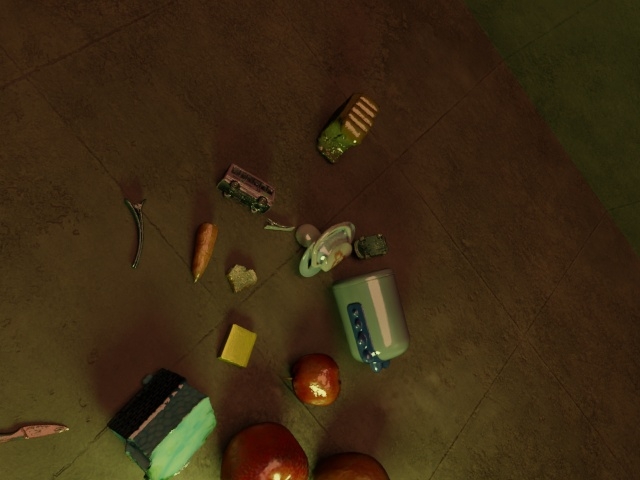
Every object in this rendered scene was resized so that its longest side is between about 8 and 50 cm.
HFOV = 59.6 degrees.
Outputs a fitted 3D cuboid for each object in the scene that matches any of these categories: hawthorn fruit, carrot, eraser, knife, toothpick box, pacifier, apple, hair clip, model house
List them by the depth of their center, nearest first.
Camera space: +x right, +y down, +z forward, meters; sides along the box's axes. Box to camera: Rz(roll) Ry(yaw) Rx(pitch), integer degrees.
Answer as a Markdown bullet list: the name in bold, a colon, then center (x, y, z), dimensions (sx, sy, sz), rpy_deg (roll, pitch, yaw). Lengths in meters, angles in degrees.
- **knife**: center (-0.831, 0.534, 1.544), dimensions (0.247, 0.018, 0.035), rpy_deg (1, 74, -32)
- **model house**: center (-0.487, 0.543, 1.657), dimensions (0.241, 0.226, 0.261), rpy_deg (30, 54, 22)
- **hawthorn fruit**: center (-0.177, 0.696, 1.726), dimensions (0.275, 0.275, 0.299), rpy_deg (9, 38, -27)
- **hair clip**: center (-0.590, -0.024, 1.801), dimensions (0.070, 0.039, 0.229), rpy_deg (-1, 80, -31)
- **apple**: center (0.081, 0.831, 1.818), dimensions (0.302, 0.301, 0.301), rpy_deg (7, 74, -27)
- **carrot**: center (-0.399, 0.043, 1.876), dimensions (0.072, 0.072, 0.205), rpy_deg (20, 73, -24)
- **eraser**: center (-0.280, 0.354, 1.876), dimensions (0.097, 0.045, 0.122), rpy_deg (27, 65, -21)
- **hawthorn fruit**: center (-0.031, 0.477, 1.915), dimensions (0.201, 0.179, 0.179), rpy_deg (1, 77, -16)
- **toothpick box**: center (0.188, 0.296, 2.035), dimensions (0.263, 0.263, 0.354), rpy_deg (-13, 86, -31)
- **hair clip**: center (-0.150, -0.057, 2.057), dimensions (0.115, 0.030, 0.039), rpy_deg (9, 72, -27)
- **pacifier**: center (0.000, 0.000, 2.066), dimensions (0.279, 0.227, 0.207), rpy_deg (-32, 54, -31)

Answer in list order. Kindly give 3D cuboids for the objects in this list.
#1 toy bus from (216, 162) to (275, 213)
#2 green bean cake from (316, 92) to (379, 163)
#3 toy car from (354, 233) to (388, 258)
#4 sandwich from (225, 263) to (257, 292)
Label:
- **toy bus**: center (-0.260, -0.183, 1.992), dimensions (0.199, 0.096, 0.108), rpy_deg (29, 61, -17)
- **green bean cake**: center (0.101, -0.440, 2.174), dimensions (0.124, 0.236, 0.233), rpy_deg (36, 61, -14)
- **toy car**: center (0.196, 0.025, 2.214), dimensions (0.186, 0.058, 0.093), rpy_deg (-10, 82, -43)
- **sandwich**: center (-0.273, 0.125, 1.941), dimensions (0.105, 0.036, 0.093), rpy_deg (-18, 86, -32)
